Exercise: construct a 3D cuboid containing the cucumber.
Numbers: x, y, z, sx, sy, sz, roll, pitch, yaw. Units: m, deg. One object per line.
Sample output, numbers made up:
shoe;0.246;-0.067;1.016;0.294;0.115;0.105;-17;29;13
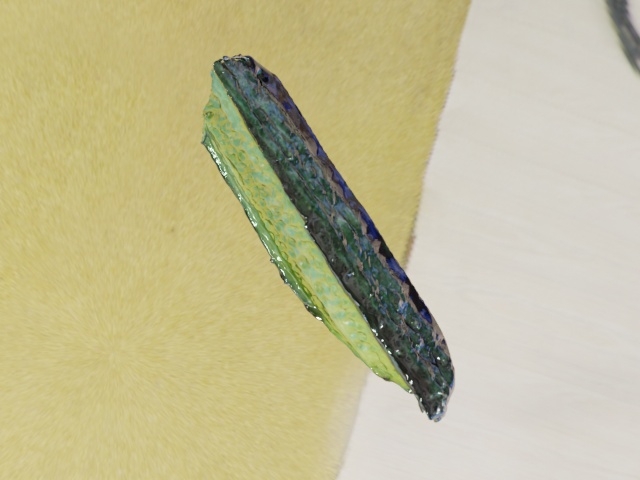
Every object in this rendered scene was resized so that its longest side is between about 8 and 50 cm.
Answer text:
cucumber;0.000;0.000;0.628;0.046;0.070;0.220;-39;105;-31
